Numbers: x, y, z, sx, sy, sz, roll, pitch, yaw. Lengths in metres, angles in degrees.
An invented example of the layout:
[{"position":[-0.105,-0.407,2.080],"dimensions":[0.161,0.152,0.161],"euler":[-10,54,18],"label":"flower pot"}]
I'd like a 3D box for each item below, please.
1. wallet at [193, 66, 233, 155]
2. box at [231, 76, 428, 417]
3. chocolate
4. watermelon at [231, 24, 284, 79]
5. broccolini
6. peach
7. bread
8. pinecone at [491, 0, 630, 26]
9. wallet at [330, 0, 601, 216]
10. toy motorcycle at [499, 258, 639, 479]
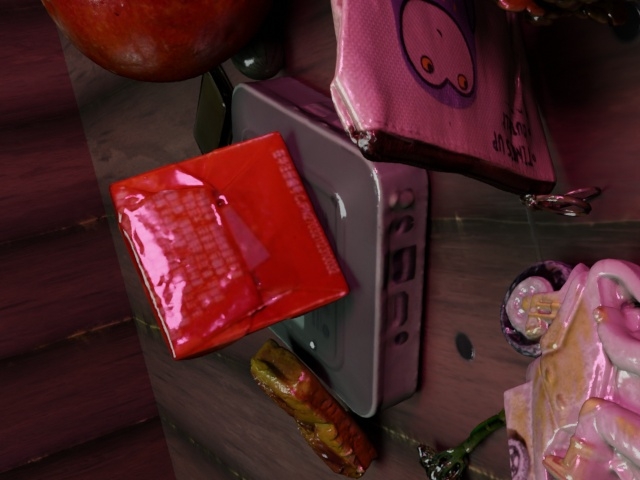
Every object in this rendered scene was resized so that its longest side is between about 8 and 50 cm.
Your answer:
[{"position":[-0.196,-0.224,1.553],"dimensions":[0.110,0.031,0.198],"euler":[61,153,23],"label":"wallet"},{"position":[-0.001,-0.001,1.196],"dimensions":[0.396,0.111,0.396],"euler":[37,136,50],"label":"box"},{"position":[-0.117,0.012,1.067],"dimensions":[0.237,0.234,0.108],"euler":[65,164,13],"label":"chocolate"},{"position":[-0.097,-0.284,1.260],"dimensions":[0.111,0.078,0.078],"euler":[49,146,44],"label":"watermelon"},{"position":[0.180,0.262,1.057],"dimensions":[0.071,0.058,0.254],"euler":[24,148,1],"label":"broccolini"},{"position":[-0.231,-0.392,1.164],"dimensions":[0.406,0.335,0.310],"euler":[51,151,31],"label":"peach"},{"position":[-0.005,0.265,1.284],"dimensions":[0.139,0.077,0.271],"euler":[34,162,46],"label":"bread"},{"position":[0.180,-0.237,0.607],"dimensions":[0.195,0.179,0.150],"euler":[171,104,-77],"label":"pinecone"},{"position":[0.112,-0.158,0.695],"dimensions":[0.068,0.335,0.275],"euler":[-22,71,36],"label":"wallet"},{"position":[0.248,0.137,0.686],"dimensions":[0.223,0.107,0.341],"euler":[-36,41,41],"label":"toy motorcycle"}]
